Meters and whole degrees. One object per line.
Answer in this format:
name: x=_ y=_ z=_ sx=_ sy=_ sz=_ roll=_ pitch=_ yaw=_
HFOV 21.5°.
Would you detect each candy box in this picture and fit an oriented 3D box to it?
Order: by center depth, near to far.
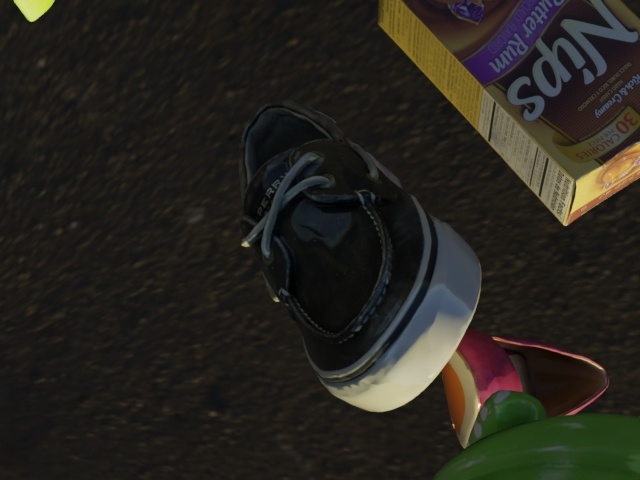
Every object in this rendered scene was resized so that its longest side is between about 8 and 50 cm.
candy box: x=0.132 y=-0.110 z=1.008 sx=0.109 sy=0.053 sz=0.187 roll=-32 pitch=65 yaw=-18

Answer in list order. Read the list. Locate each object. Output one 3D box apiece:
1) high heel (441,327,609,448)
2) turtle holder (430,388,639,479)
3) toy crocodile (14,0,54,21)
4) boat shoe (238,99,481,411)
high heel: x=0.141 y=0.093 z=1.104 sx=0.117 sy=0.244 sz=0.082 roll=-12 pitch=76 yaw=3
turtle holder: x=0.079 y=0.189 z=0.573 sx=0.227 sy=0.320 sz=0.243 roll=-49 pitch=127 yaw=-33
toy crocodile: x=-0.356 y=-0.178 z=1.187 sx=0.340 sy=0.115 sz=0.105 roll=-10 pitch=68 yaw=-7
boat shoe: x=0.000 y=0.000 z=1.041 sx=0.119 sy=0.335 sz=0.121 roll=37 pitch=97 yaw=-19
